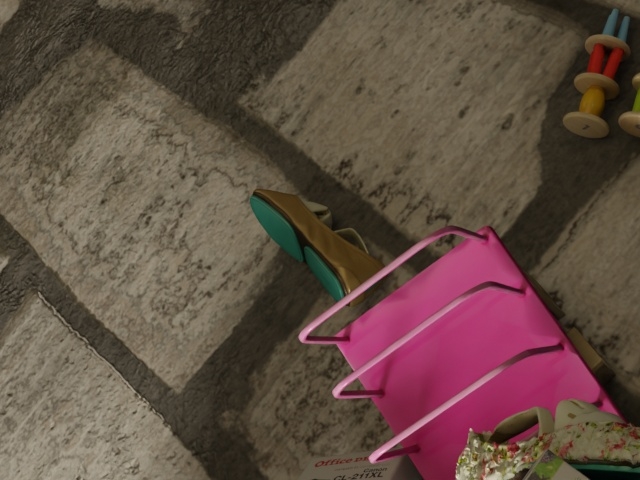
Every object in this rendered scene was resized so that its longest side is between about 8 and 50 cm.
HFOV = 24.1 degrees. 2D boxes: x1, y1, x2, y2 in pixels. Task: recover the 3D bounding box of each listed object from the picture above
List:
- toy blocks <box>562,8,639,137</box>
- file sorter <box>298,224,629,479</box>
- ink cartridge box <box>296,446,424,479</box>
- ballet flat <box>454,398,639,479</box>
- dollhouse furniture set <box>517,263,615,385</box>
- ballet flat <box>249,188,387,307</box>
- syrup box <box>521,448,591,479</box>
[{"bbox_3d":[0.342,-0.188,1.650,0.123,0.054,0.148,4,66,39],"label":"toy blocks"},{"bbox_3d":[0.143,0.154,1.434,0.202,0.182,0.290,-37,75,14],"label":"file sorter"},{"bbox_3d":[0.021,0.293,1.531,0.127,0.072,0.175,-13,23,31],"label":"ink cartridge box"},{"bbox_3d":[0.191,0.171,1.230,0.241,0.091,0.077,-23,57,50],"label":"ballet flat"},{"bbox_3d":[0.178,0.132,1.549,0.182,0.101,0.161,-43,47,8],"label":"dollhouse furniture set"},{"bbox_3d":[0.000,0.000,1.795,0.073,0.080,0.232,-29,47,-17],"label":"ballet flat"},{"bbox_3d":[0.167,0.263,1.196,0.093,0.237,0.096,35,63,11],"label":"syrup box"}]
